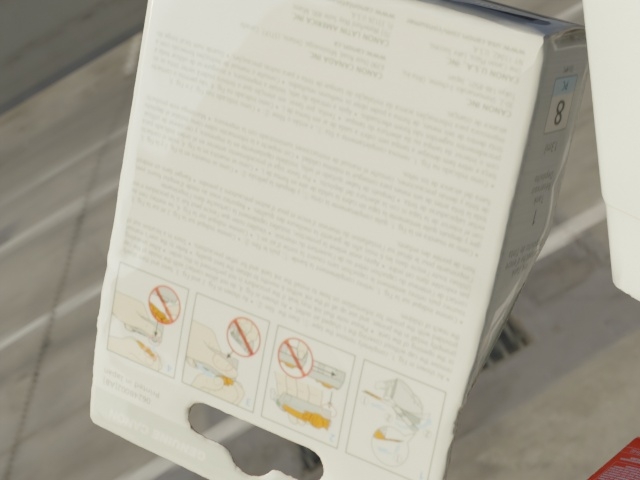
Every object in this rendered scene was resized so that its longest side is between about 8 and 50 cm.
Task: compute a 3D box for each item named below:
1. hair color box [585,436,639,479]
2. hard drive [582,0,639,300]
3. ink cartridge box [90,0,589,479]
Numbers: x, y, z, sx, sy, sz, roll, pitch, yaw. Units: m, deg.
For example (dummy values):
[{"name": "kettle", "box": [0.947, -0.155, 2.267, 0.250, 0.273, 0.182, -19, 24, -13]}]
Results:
[{"name": "hair color box", "box": [0.128, 0.160, 0.714, 0.141, 0.072, 0.043, -34, 23, -28]}, {"name": "hard drive", "box": [0.110, -0.120, 0.390, 0.040, 0.308, 0.203, -10, 12, -9]}, {"name": "ink cartridge box", "box": [0.000, 0.000, 1.083, 0.308, 0.385, 0.091, 20, 20, 27]}]
